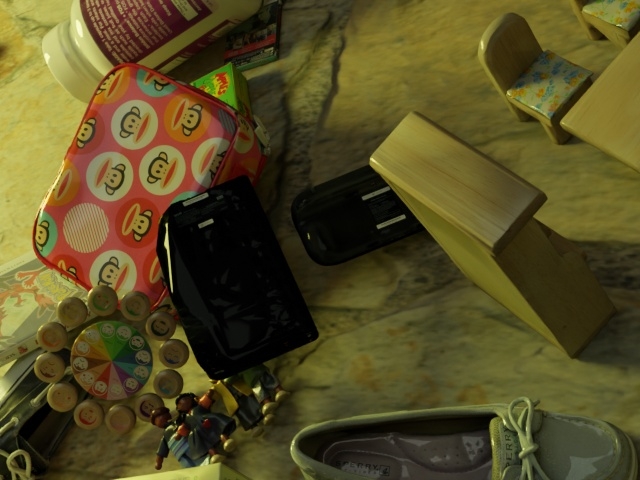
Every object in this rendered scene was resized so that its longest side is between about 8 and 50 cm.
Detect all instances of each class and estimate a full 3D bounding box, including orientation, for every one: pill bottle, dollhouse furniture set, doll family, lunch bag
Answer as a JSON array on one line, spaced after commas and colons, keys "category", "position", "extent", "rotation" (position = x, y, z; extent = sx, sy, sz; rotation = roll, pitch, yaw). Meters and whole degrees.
[{"category": "pill bottle", "position": [-0.246, -0.322, 1.561], "extent": [0.301, 0.169, 0.169], "rotation": [-29, 51, 21]}, {"category": "dollhouse furniture set", "position": [0.279, -0.122, 1.060], "extent": [0.394, 0.256, 0.362], "rotation": [-48, 49, -2]}, {"category": "doll family", "position": [-0.122, 0.192, 1.239], "extent": [0.193, 0.076, 0.111], "rotation": [-43, 68, -4]}, {"category": "lunch bag", "position": [-0.200, -0.053, 1.364], "extent": [0.258, 0.120, 0.293], "rotation": [27, 92, 24]}]

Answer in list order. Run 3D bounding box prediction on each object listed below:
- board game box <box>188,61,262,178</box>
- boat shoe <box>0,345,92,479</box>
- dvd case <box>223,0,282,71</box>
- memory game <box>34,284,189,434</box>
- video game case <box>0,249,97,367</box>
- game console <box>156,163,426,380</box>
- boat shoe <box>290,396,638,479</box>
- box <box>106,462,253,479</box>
[{"category": "board game box", "position": [-0.138, -0.146, 1.476], "extent": [0.092, 0.043, 0.181], "rotation": [-24, 53, 18]}, {"category": "boat shoe", "position": [-0.378, 0.267, 1.336], "extent": [0.105, 0.113, 0.306], "rotation": [16, 57, 32]}, {"category": "dvd case", "position": [-0.096, -0.295, 1.560], "extent": [0.087, 0.013, 0.119], "rotation": [-14, 57, 25]}, {"category": "memory game", "position": [-0.250, 0.143, 1.303], "extent": [0.186, 0.186, 0.012], "rotation": [-39, 10, 6]}, {"category": "video game case", "position": [-0.400, 0.084, 1.444], "extent": [0.183, 0.023, 0.201], "rotation": [-29, 37, -24]}, {"category": "game console", "position": [0.000, 0.000, 1.242], "extent": [0.361, 0.044, 0.213], "rotation": [-22, 66, -5]}, {"category": "boat shoe", "position": [0.133, 0.209, 1.033], "extent": [0.320, 0.103, 0.118], "rotation": [-2, 59, 17]}, {"category": "box", "position": [-0.169, 0.375, 1.132], "extent": [0.213, 0.117, 0.243], "rotation": [-14, 55, 25]}]
